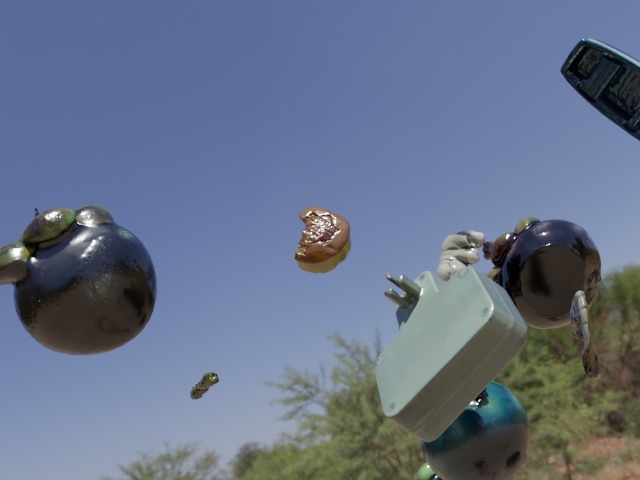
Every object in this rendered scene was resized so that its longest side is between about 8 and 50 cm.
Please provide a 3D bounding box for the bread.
[{"bbox_3d":[0.010,-0.003,1.654,0.125,0.156,0.086,-5,-37,13],"label":"bread"}]

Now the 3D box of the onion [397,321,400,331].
[{"bbox_3d":[0.275,0.240,1.872,0.163,0.230,0.230,-42,-7,-24],"label":"onion"}]

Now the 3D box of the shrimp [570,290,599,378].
[{"bbox_3d":[0.476,0.184,1.311,0.035,0.147,0.195,-12,-34,14],"label":"shrimp"}]

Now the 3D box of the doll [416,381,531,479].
[{"bbox_3d":[0.282,0.380,1.343,0.199,0.186,0.322,-22,-51,-18],"label":"doll"}]

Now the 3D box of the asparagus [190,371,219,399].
[{"bbox_3d":[-0.263,0.328,1.636,0.036,0.030,0.165,-8,-22,-27],"label":"asparagus"}]

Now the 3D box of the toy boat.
[{"bbox_3d":[0.527,-0.217,1.174,0.062,0.299,0.096,-29,-24,-45],"label":"toy boat"}]

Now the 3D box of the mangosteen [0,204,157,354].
[{"bbox_3d":[-0.371,0.058,1.124,0.243,0.243,0.243,-19,-16,-6],"label":"mangosteen"}]

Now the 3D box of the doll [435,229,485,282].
[{"bbox_3d":[0.319,0.066,1.707,0.095,0.192,0.149,17,-21,5],"label":"doll"}]

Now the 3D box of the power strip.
[{"bbox_3d":[0.168,0.133,1.109,0.229,0.141,0.261,-50,16,17],"label":"power strip"}]

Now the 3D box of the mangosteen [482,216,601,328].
[{"bbox_3d":[0.524,0.073,1.757,0.288,0.287,0.233,-26,5,17],"label":"mangosteen"}]
